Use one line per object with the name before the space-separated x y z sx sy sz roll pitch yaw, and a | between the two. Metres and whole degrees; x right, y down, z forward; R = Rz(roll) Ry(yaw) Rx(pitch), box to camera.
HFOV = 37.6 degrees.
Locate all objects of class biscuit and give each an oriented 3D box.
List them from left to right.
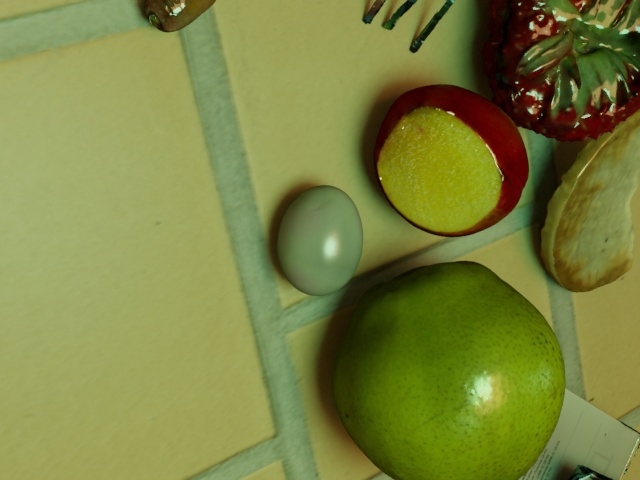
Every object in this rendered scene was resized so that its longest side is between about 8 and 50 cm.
biscuit | 0.400 -0.040 1.381 0.205 0.040 0.308 -29 134 -24

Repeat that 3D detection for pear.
pear | 0.156 0.173 1.164 0.294 0.294 0.294 -6 102 -32

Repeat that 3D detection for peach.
peach | 0.161 -0.099 1.174 0.192 0.190 0.190 15 90 -53

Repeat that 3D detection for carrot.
carrot | -0.106 -0.321 1.041 0.248 0.059 0.059 -52 121 -18

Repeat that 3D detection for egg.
egg | 0.000 0.000 1.134 0.103 0.103 0.135 7 91 -34

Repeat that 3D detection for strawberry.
strawberry | 0.332 -0.257 1.261 0.261 0.257 0.261 0 92 -5

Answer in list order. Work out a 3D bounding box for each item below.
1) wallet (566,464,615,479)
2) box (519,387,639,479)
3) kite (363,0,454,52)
wallet | 0.321 0.495 1.378 0.191 0.046 0.379 28 108 -32
box | 0.345 0.330 1.417 0.252 0.106 0.203 31 83 -34
kite | 0.160 -0.352 1.135 0.152 0.015 0.285 18 126 -28
